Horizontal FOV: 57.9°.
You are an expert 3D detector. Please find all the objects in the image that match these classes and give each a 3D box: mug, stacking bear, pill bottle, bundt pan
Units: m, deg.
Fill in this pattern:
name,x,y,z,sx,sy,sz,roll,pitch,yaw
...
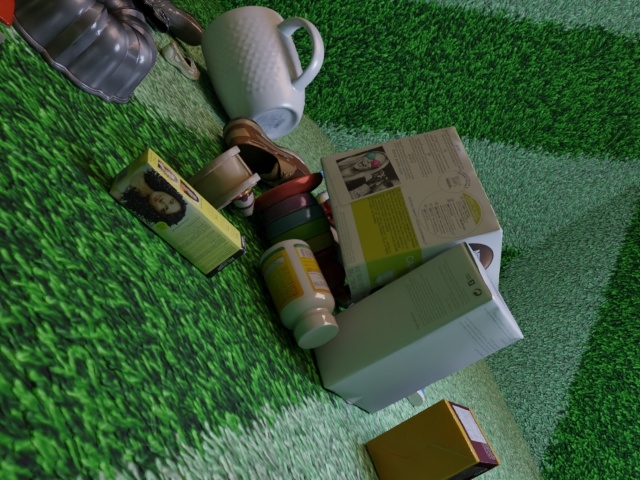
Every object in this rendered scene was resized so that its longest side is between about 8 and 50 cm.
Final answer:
name,x,y,z,sx,sy,sz,roll,pitch,yaw
mug,-0.150,-0.503,1.719,0.276,0.374,0.327,13,53,-55
stacking bear,-0.034,0.008,1.381,0.164,0.176,0.288,-22,87,-57
pill bottle,-0.041,0.110,1.183,0.118,0.118,0.208,35,24,-54
bundt pan,-0.439,-0.426,1.091,0.330,0.124,0.330,51,14,-18

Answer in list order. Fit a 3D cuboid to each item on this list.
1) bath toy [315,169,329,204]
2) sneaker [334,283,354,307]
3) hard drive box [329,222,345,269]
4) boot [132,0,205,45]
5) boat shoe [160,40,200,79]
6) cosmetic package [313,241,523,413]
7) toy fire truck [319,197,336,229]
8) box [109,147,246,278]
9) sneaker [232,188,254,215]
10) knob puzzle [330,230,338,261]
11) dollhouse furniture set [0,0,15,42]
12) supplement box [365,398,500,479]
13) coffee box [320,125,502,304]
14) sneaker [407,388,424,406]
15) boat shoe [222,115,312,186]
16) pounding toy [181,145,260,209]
name,x,y,z,sx,sy,sz,roll,pitch,yaw
bath toy,0.072,-0.077,1.973,0.348,0.129,0.151,54,14,-8
sneaker,0.118,0.169,1.634,0.121,0.099,0.262,62,16,7
hard drive box,0.030,0.006,1.717,0.181,0.089,0.232,55,14,-4
boot,-0.444,-0.633,1.677,0.246,0.083,0.161,39,27,-32
boat shoe,-0.378,-0.497,1.605,0.153,0.048,0.056,31,28,-59
cosmetic package,0.196,0.197,1.217,0.217,0.385,0.156,45,22,-45
toy fire truck,0.097,-0.078,1.666,0.192,0.135,0.047,41,20,-44
box,-0.232,-0.040,0.965,0.232,0.087,0.058,45,15,-33
sneaker,-0.192,-0.119,1.343,0.185,0.070,0.083,-113,-171,-62
knob puzzle,0.000,0.000,1.522,0.213,0.030,0.213,44,-32,37
dollhouse furniture set,-0.504,-0.377,0.727,0.259,0.135,0.261,40,21,-48
supplement box,0.233,0.437,1.183,0.194,0.191,0.129,35,25,-53
coffee box,0.214,-0.008,1.381,0.337,0.335,0.338,73,4,-50
sneaker,0.247,0.384,1.626,0.152,0.058,0.084,57,19,-9
boat shoe,-0.143,-0.207,1.609,0.324,0.123,0.119,33,30,-38
pounding toy,-0.211,-0.138,1.113,0.154,0.154,0.269,54,14,-7
